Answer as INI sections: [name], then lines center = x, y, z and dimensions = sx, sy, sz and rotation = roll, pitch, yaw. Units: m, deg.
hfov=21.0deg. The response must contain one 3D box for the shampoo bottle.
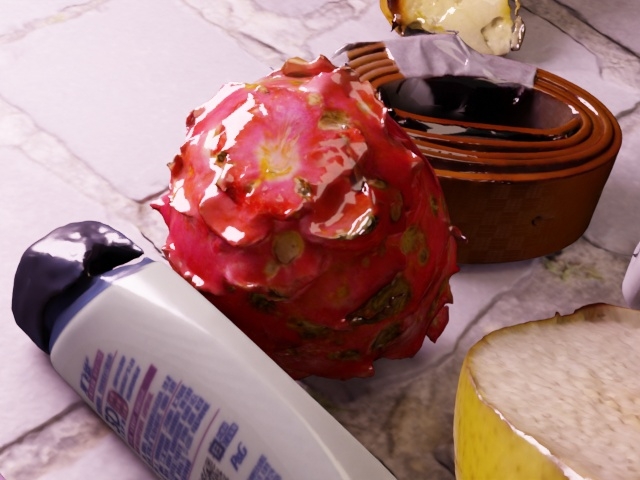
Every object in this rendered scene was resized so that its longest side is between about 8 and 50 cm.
[shampoo bottle]
center = -0.061, 0.116, 1.099
dimensions = 0.078, 0.134, 0.359
rotation = -26, 57, -39

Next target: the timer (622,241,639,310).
[timer]
center = 0.353, 0.047, 1.244
dimensions = 0.262, 0.237, 0.087
rotation = 23, 79, 6

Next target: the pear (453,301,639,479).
[pear]
center = 0.229, 0.192, 1.053
dimensions = 0.340, 0.191, 0.386
rotation = 17, 15, 6

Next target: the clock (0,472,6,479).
[clock]
center = -0.263, 0.197, 0.983
dimensions = 0.248, 0.090, 0.227
rotation = 27, 43, 9

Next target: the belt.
[belt]
center = 0.109, -0.075, 1.386
dimensions = 0.261, 0.105, 0.184
rotation = 4, 41, -14

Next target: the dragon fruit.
[dragon fruit]
center = 0.000, 0.000, 1.193
dimensions = 0.268, 0.210, 0.205
rotation = 40, 32, -48

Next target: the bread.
[bread]
center = 0.134, -0.257, 1.574
dimensions = 0.140, 0.169, 0.160
rotation = 17, 56, -2
